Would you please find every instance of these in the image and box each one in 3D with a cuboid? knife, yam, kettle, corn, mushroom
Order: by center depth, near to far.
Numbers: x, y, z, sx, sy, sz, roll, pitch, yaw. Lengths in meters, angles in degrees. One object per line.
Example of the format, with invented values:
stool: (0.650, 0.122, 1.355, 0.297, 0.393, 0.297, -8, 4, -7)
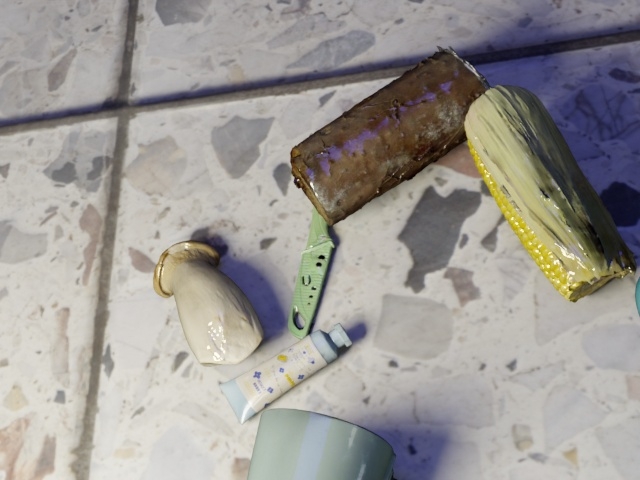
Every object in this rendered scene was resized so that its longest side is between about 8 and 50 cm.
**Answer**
kettle: (0.003, 0.339, 1.893, 0.210, 0.160, 0.243, 17, 69, -6)
corn: (0.281, -0.059, 2.049, 0.122, 0.123, 0.305, -23, 63, -14)
mushroom: (-0.142, 0.084, 2.118, 0.097, 0.088, 0.212, -56, 48, 18)
yam: (0.093, -0.139, 2.159, 0.280, 0.131, 0.131, -33, 55, -10)
knife: (0.000, -0.001, 2.170, 0.043, 0.020, 0.293, 4, 60, 17)

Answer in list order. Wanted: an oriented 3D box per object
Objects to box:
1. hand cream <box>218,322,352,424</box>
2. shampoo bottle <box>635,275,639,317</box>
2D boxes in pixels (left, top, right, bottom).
hand cream: (-0.040, 0.159, 2.064, 0.171, 0.043, 0.065, -31, 58, -2)
shampoo bottle: (0.563, 0.050, 1.779, 0.343, 0.331, 0.331, -41, 56, -9)
